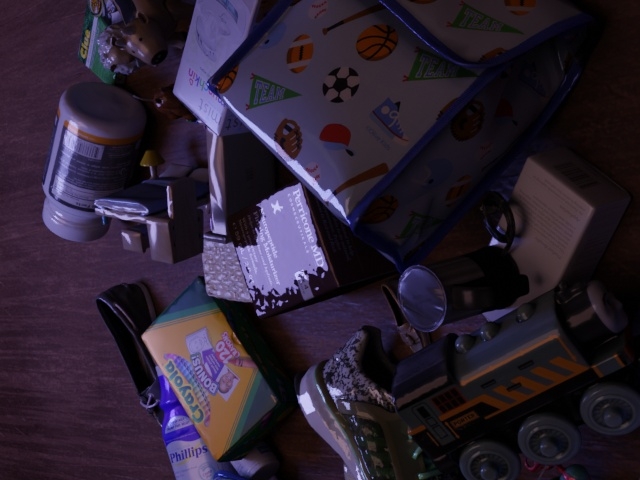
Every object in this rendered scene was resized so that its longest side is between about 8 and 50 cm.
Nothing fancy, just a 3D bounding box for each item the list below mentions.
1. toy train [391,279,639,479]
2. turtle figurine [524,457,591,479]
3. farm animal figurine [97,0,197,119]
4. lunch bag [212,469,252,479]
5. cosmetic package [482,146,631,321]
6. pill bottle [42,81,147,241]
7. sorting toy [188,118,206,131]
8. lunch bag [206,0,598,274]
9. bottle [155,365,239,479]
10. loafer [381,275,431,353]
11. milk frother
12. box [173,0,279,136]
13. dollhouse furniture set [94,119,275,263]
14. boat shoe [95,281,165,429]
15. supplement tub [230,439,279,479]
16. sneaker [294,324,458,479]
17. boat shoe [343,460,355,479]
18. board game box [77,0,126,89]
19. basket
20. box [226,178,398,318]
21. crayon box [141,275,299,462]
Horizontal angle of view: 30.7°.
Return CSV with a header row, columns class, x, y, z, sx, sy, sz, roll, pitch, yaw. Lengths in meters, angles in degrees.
class,x,y,z,sx,sy,sz,roll,pitch,yaw
toy train,0.247,0.174,1.424,0.334,0.142,0.190,-31,111,27
turtle figurine,0.316,0.374,1.514,0.175,0.118,0.234,12,117,3
farm animal figurine,-0.256,-0.371,1.888,0.327,0.172,0.330,46,122,39
lunch bag,-0.102,0.487,1.981,0.219,0.090,0.176,9,131,34
cosmetic package,0.283,0.012,1.470,0.117,0.085,0.231,45,132,32
pill bottle,-0.431,-0.143,2.184,0.162,0.162,0.278,47,132,30
sorting toy,-0.200,-0.217,1.990,0.061,0.042,0.102,-32,77,48
lunch bag,0.105,-0.217,1.460,0.385,0.239,0.328,-46,59,4
bottle,-0.228,0.354,2.134,0.118,0.092,0.283,-21,83,25
loafer,0.122,0.115,1.715,0.045,0.039,0.125,-29,78,49
milk frother,0.175,0.024,1.430,0.129,0.134,0.143,-26,80,50
box,-0.049,-0.285,1.630,0.127,0.262,0.231,43,129,32
dollhouse furniture set,-0.258,-0.114,1.893,0.303,0.286,0.198,10,111,35
boat shoe,-0.340,0.242,2.237,0.112,0.095,0.335,-35,73,48
supplement tub,-0.128,0.372,2.050,0.107,0.071,0.071,47,132,29
sneaker,0.129,0.286,1.686,0.410,0.158,0.182,47,122,26
boat shoe,0.080,0.355,1.823,0.135,0.050,0.045,-10,98,50
board game box,-0.387,-0.423,2.159,0.136,0.030,0.260,41,128,32
basket,-0.109,0.041,1.910,0.167,0.103,0.113,4,103,49
box,0.000,0.000,1.724,0.203,0.167,0.169,-26,81,49
crayon box,-0.172,0.219,2.007,0.165,0.081,0.278,-45,64,19
